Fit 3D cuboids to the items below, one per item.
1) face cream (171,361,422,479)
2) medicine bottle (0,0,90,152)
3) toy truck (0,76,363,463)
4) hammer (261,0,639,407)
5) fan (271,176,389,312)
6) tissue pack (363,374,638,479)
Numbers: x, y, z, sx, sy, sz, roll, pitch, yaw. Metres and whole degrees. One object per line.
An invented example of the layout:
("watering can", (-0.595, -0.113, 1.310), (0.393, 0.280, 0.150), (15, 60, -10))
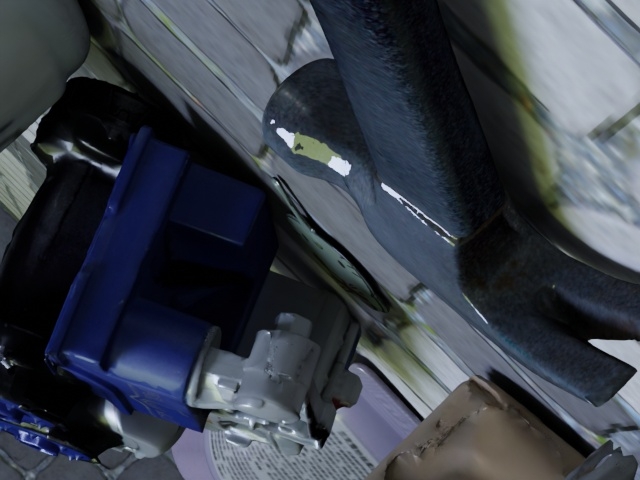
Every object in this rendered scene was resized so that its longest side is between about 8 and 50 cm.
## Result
("face cream", (0.004, 0.122, 1.078), (0.154, 0.096, 0.274), (51, 157, -18))
("medicine bottle", (-0.294, -0.032, 0.762), (0.211, 0.371, 0.211), (44, 172, 8))
("toy truck", (-0.065, 0.035, 0.847), (0.177, 0.161, 0.213), (20, 167, 9))
("hammer", (0.013, -0.049, 0.371), (0.137, 0.037, 0.290), (41, 171, 25))
("fan", (0.000, 0.000, 0.762), (0.056, 0.004, 0.083), (36, 166, 45))
("tissue pack", (0.029, 0.219, 0.649), (0.238, 0.305, 0.238), (44, 172, 8))
